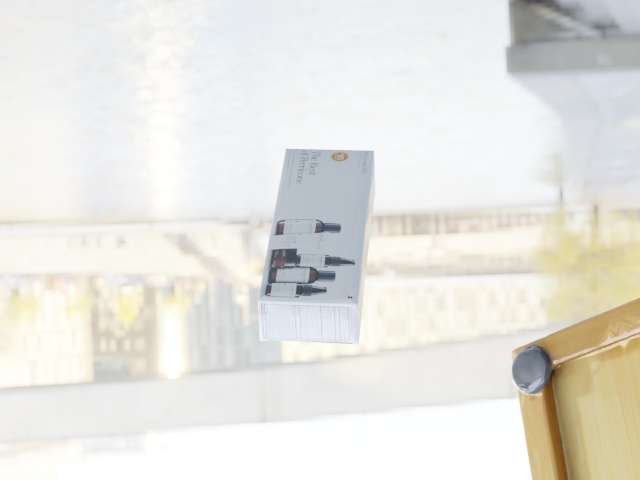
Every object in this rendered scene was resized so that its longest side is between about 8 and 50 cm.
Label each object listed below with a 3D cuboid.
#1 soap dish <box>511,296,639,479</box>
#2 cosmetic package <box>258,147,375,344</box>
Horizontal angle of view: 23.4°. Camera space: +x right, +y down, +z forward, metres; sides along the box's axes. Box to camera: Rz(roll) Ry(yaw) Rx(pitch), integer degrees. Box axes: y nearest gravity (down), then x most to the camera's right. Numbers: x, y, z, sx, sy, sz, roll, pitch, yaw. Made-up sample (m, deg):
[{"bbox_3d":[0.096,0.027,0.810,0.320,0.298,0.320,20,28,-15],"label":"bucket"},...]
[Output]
[{"bbox_3d":[0.207,0.141,0.714,0.118,0.290,0.229,13,151,-40],"label":"soap dish"},{"bbox_3d":[0.000,0.000,1.556,0.099,0.060,0.239,3,-139,4],"label":"cosmetic package"}]
